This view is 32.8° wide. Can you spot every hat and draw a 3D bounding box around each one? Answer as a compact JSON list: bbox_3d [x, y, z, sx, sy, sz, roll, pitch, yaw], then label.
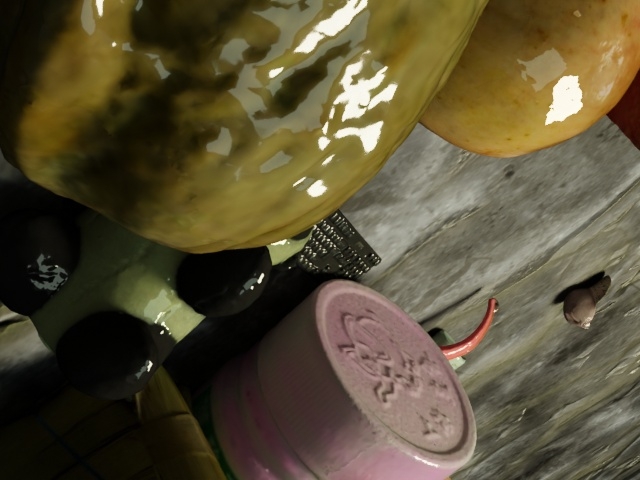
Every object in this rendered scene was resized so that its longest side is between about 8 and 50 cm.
[{"bbox_3d":[0.335,0.074,1.386,0.087,0.042,0.058,-56,171,-34],"label":"hat"}]

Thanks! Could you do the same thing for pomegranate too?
[{"bbox_3d":[0.110,-0.144,0.647,0.191,0.191,0.191,-24,151,-14],"label":"pomegranate"}]

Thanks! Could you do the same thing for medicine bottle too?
[{"bbox_3d":[0.124,0.146,1.270,0.083,0.047,0.047,-37,152,11],"label":"medicine bottle"},{"bbox_3d":[-0.038,0.212,1.030,0.325,0.212,0.212,-42,151,25],"label":"medicine bottle"}]

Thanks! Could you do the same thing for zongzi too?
[{"bbox_3d":[-0.209,0.249,0.884,0.289,0.260,0.123,-32,144,-3],"label":"zongzi"}]

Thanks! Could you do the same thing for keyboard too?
[{"bbox_3d":[0.000,0.000,0.947,0.061,0.013,0.204,-34,152,5],"label":"keyboard"}]

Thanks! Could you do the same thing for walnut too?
[{"bbox_3d":[-0.038,-0.133,0.472,0.283,0.227,0.283,-53,-178,3],"label":"walnut"}]

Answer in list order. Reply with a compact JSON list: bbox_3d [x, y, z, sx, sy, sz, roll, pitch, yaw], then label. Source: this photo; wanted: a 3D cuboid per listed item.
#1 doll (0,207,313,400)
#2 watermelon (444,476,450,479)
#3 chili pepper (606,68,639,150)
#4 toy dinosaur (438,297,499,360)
[{"bbox_3d":[-0.106,0.002,0.731,0.234,0.143,0.135,-38,175,10],"label":"doll"},{"bbox_3d":[0.064,0.274,1.381,0.231,0.128,0.146,5,165,-32],"label":"watermelon"},{"bbox_3d":[0.393,-0.162,0.864,0.251,0.229,0.305,20,125,-36],"label":"chili pepper"},{"bbox_3d":[0.066,0.150,1.219,0.286,0.070,0.139,-22,161,-24],"label":"toy dinosaur"}]
